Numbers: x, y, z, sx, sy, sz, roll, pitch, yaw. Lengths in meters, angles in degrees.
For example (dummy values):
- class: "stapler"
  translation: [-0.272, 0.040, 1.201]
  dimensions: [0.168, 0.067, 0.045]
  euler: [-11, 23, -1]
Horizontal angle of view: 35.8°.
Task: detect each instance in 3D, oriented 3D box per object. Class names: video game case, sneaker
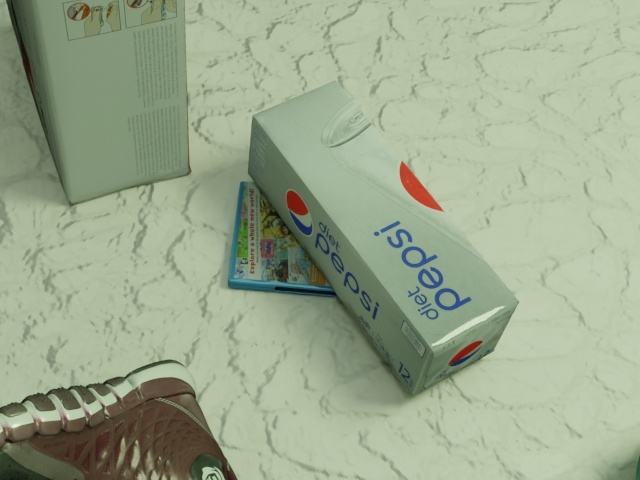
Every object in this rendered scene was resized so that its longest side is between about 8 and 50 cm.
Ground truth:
- class: "video game case"
  translation: [0.000, 0.000, 0.950]
  dimensions: [0.166, 0.015, 0.119]
  euler: [5, 55, -3]
- class: "sneaker"
  translation: [-0.154, 0.189, 0.700]
  dimensions: [0.162, 0.106, 0.281]
  euler: [52, 34, 16]

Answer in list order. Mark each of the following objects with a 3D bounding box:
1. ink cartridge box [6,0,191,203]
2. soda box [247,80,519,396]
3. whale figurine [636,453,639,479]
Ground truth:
- class: "ink cartridge box"
  translation: [-0.223, -0.241, 0.914]
  dimensions: [0.130, 0.309, 0.271]
  euler: [-16, 59, -17]
- class: "soda box"
  translation: [0.047, -0.009, 0.895]
  dimensions: [0.098, 0.091, 0.286]
  euler: [-25, 62, -22]
- class: "whale figurine"
  translation: [0.352, 0.240, 0.771]
  dimensions: [0.216, 0.141, 0.272]
  euler: [-25, 86, -21]
